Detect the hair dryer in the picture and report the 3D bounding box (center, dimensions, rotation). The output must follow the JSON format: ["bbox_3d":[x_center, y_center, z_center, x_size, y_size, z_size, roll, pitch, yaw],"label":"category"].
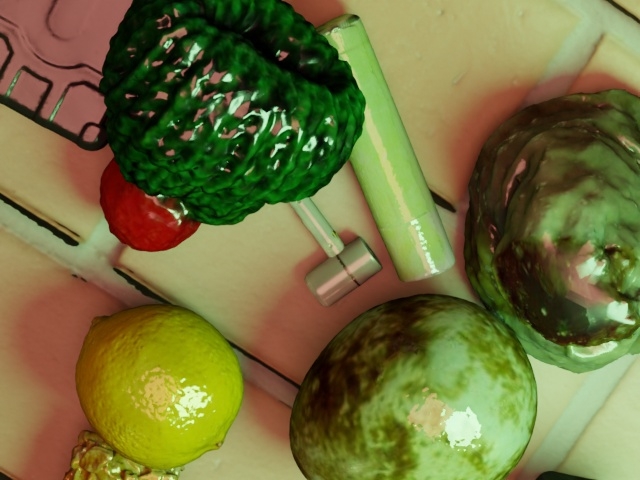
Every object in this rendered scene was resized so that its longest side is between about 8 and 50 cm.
[{"bbox_3d":[0.000,0.000,1.620,0.082,0.047,0.137,-35,93,6],"label":"hair dryer"}]

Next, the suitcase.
[{"bbox_3d":[-0.264,-0.263,1.556,0.206,0.066,0.285,29,99,-6],"label":"suitcase"}]

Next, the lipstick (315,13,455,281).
[{"bbox_3d":[0.065,-0.103,1.585,0.076,0.076,0.304,-22,101,4],"label":"lipstick"}]

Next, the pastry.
[{"bbox_3d":[-0.258,0.346,1.650,0.154,0.102,0.250,17,100,-3],"label":"pastry"}]

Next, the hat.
[{"bbox_3d":[-0.136,-0.102,1.492,0.274,0.242,0.332,36,124,-13],"label":"hat"}]

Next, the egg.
[{"bbox_3d":[0.098,0.185,1.559,0.289,0.238,0.238,-25,101,28],"label":"egg"}]

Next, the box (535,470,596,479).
[{"bbox_3d":[0.280,0.392,1.624,0.138,0.178,0.274,13,100,-3],"label":"box"}]

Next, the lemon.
[{"bbox_3d":[-0.181,0.157,1.580,0.203,0.178,0.178,45,97,5],"label":"lemon"}]

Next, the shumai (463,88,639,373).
[{"bbox_3d":[0.304,0.001,1.511,0.304,0.263,0.309,-34,99,8],"label":"shumai"}]
